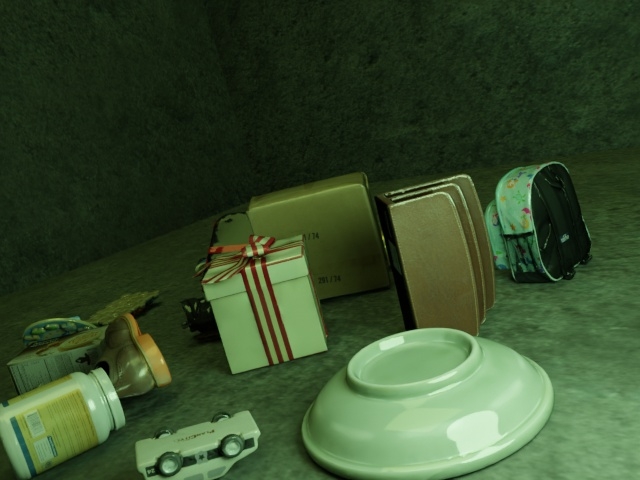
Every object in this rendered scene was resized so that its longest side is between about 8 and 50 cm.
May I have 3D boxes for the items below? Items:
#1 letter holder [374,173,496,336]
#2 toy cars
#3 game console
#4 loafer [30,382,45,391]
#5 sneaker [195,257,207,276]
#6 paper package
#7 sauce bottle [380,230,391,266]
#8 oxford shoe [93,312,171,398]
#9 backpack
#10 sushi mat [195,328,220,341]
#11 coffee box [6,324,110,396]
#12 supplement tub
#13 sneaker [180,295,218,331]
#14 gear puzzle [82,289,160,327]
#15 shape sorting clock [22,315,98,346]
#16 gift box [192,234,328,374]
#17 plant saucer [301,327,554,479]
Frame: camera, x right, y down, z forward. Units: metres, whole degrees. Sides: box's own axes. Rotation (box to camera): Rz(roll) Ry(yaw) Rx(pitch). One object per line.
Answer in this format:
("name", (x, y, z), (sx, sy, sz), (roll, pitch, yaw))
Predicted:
("letter holder", (0.253, 0.038, 1.258), (0.214, 0.302, 0.152), (-15, 12, -2))
("toy cars", (-0.239, 0.362, 0.900), (0.176, 0.087, 0.393), (-1, 14, 33))
("game console", (-0.169, 0.027, 2.014), (0.386, 0.060, 0.342), (-5, 45, 7))
("loafer", (-0.670, 0.372, 1.486), (0.039, 0.045, 0.125), (-33, 7, -5))
("sneaker", (-0.440, 0.102, 2.398), (0.084, 0.058, 0.152), (-1, 13, 30))
("paper package", (0.000, 0.000, 1.725), (0.325, 0.309, 0.168), (-14, 16, 8))
("sauce bottle", (0.282, 0.001, 1.874), (0.344, 0.111, 0.111), (-14, 12, -3))
("oxford shoe", (-0.446, 0.253, 1.403), (0.132, 0.130, 0.363), (-26, 15, -24))
("backpack", (0.500, -0.051, 1.474), (0.225, 0.253, 0.191), (-28, 18, -37))
("sushi mat", (-0.227, 0.203, 1.770), (0.151, 0.019, 0.316), (-13, 12, 13))
("coffee box", (-0.632, 0.301, 1.607), (0.246, 0.098, 0.141), (-13, 12, 7))
("supplement tub", (-0.479, 0.331, 1.169), (0.199, 0.144, 0.144), (-21, 13, -30))
("sneaker", (-0.288, 0.167, 1.712), (0.153, 0.101, 0.268), (-12, 15, 9))
("gear puzzle", (-0.662, 0.250, 2.046), (0.175, 0.044, 0.339), (-8, 16, 24))
("shape sorting clock", (-0.692, 0.266, 1.713), (0.206, 0.206, 0.040), (-15, 55, 0))
("gift box", (-0.139, 0.128, 1.427), (0.276, 0.258, 0.255), (-14, 11, -3))
("plant saucer", (0.155, 0.225, 1.007), (0.400, 0.100, 0.400), (-13, 12, 3))
